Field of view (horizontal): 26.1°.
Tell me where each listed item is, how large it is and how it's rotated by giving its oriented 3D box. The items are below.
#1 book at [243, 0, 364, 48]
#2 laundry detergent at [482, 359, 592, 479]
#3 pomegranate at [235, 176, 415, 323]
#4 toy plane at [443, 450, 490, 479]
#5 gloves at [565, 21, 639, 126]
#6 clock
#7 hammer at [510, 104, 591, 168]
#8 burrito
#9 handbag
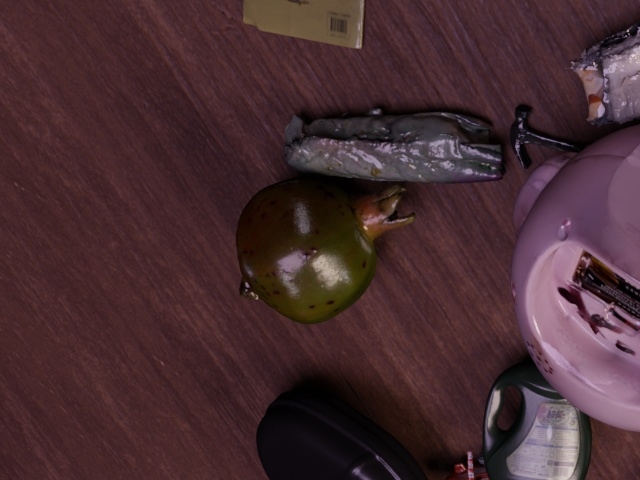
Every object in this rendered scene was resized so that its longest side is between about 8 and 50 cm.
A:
[{"bbox_3d":[-0.021,-0.342,1.724,0.168,0.013,0.192,15,123,19],"label":"book"},{"bbox_3d":[0.288,0.223,1.833,0.144,0.078,0.221,3,100,16],"label":"laundry detergent"},{"bbox_3d":[0.004,0.007,1.800,0.246,0.198,0.198,-9,113,35],"label":"pomegranate"},{"bbox_3d":[0.256,0.325,1.936,0.194,0.077,0.126,-38,100,30],"label":"toy plane"},{"bbox_3d":[0.367,-0.194,1.574,0.153,0.070,0.114,-13,104,32],"label":"gloves"},{"bbox_3d":[0.370,0.071,1.580,0.368,0.250,0.376,34,148,17],"label":"clock"},{"bbox_3d":[0.325,-0.103,1.678,0.201,0.021,0.078,18,124,19],"label":"hammer"},{"bbox_3d":[0.090,-0.118,1.765,0.309,0.066,0.096,4,124,26],"label":"burrito"},{"bbox_3d":[0.033,0.346,1.996,0.308,0.093,0.253,32,142,28],"label":"handbag"}]
